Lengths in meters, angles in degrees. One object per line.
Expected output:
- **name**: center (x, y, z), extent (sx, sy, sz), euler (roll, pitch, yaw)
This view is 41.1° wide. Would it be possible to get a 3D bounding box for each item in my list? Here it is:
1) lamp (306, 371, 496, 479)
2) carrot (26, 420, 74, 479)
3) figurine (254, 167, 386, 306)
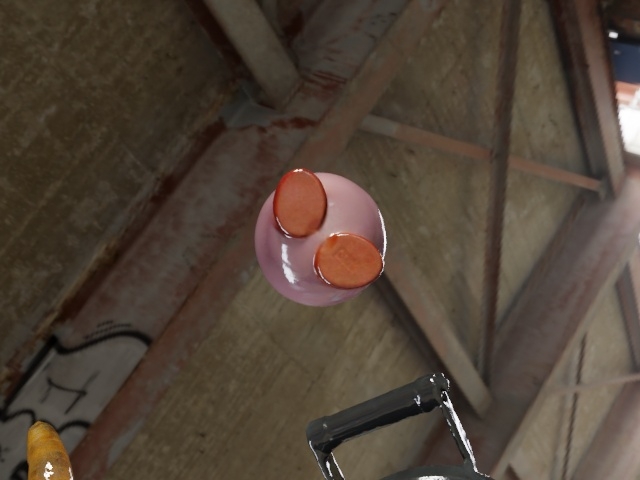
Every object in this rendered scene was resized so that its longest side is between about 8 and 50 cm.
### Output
- **lamp**: center (0.111, 0.356, 0.809), extent (0.374, 0.205, 0.272), euler (63, -165, -6)
- **carrot**: center (-0.144, 0.158, 0.462), extent (0.035, 0.165, 0.036), euler (-11, -55, -15)
- **figurine**: center (0.000, 0.000, 1.062), extent (0.173, 0.173, 0.173), euler (-27, -51, -40)
